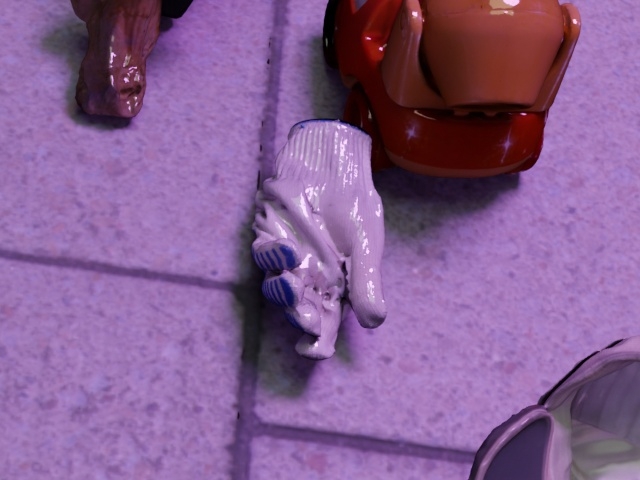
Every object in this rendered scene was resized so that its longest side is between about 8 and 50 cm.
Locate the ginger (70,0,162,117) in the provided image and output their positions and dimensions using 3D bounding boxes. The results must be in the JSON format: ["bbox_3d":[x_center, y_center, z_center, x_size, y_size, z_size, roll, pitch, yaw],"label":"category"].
[{"bbox_3d":[-0.137,-0.241,1.453,0.122,0.290,0.084,28,8,-14],"label":"ginger"}]

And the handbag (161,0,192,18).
[{"bbox_3d":[-0.166,-0.366,1.538,0.275,0.244,0.088,40,15,20],"label":"handbag"}]

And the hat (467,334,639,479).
[{"bbox_3d":[0.238,0.203,1.245,0.232,0.161,0.275,24,74,19],"label":"hat"}]

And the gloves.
[{"bbox_3d":[0.000,0.001,1.368,0.119,0.097,0.229,4,49,4],"label":"gloves"}]

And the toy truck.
[{"bbox_3d":[0.120,-0.185,1.448,0.189,0.239,0.264,0,53,-14],"label":"toy truck"}]
